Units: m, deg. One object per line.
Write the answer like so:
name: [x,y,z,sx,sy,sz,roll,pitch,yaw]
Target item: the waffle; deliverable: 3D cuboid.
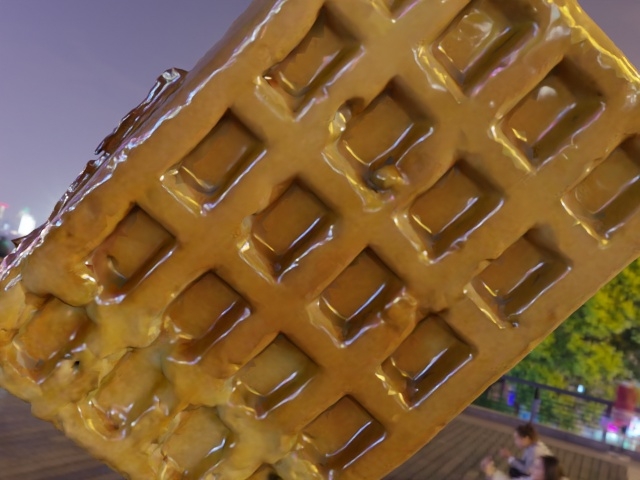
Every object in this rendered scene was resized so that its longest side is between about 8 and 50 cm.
waffle: [0.000,0.000,0.365,0.224,0.327,0.098,45,6,-11]
